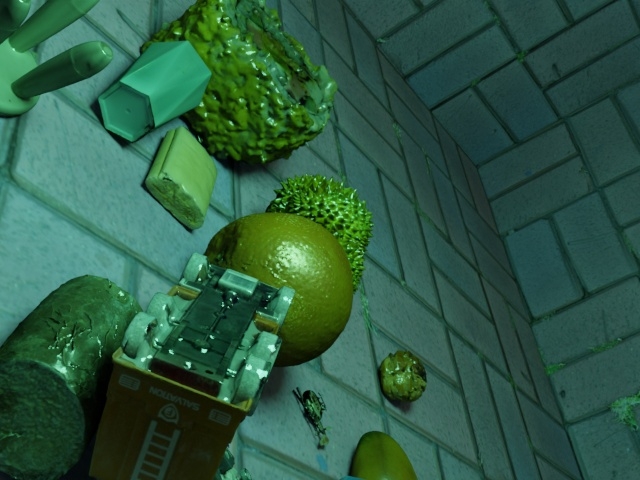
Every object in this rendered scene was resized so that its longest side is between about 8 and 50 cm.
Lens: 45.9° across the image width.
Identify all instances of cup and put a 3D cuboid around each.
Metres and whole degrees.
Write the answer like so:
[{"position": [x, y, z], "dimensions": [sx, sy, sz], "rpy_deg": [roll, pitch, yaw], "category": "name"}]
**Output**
[{"position": [-0.309, -0.269, 1.398], "dimensions": [0.148, 0.134, 0.235], "rpy_deg": [50, 29, -17], "category": "cup"}]

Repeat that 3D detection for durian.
[{"position": [0.002, 0.000, 1.557], "dimensions": [0.225, 0.291, 0.291], "rpy_deg": [-11, 69, -28], "category": "durian"}]

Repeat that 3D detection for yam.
[{"position": [-0.304, 0.146, 0.909], "dimensions": [0.154, 0.154, 0.254], "rpy_deg": [53, 27, -19], "category": "yam"}]

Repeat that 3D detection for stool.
[{"position": [-0.432, -0.309, 1.094], "dimensions": [0.195, 0.199, 0.195], "rpy_deg": [31, 36, -52], "category": "stool"}]

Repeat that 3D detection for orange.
[{"position": [-0.075, 0.081, 1.298], "dimensions": [0.274, 0.274, 0.274], "rpy_deg": [45, 28, -32], "category": "orange"}]

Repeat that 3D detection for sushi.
[{"position": [-0.157, -0.360, 1.657], "dimensions": [0.396, 0.240, 0.351], "rpy_deg": [50, 26, -16], "category": "sushi"}]

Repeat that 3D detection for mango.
[{"position": [0.125, 0.466, 1.448], "dimensions": [0.151, 0.120, 0.221], "rpy_deg": [51, 18, -19], "category": "mango"}]

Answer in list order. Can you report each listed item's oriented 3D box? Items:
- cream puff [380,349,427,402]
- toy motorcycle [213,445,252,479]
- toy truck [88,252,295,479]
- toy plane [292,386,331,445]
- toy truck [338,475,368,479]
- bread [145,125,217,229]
[{"position": [0.201, 0.324, 1.792], "dimensions": [0.133, 0.104, 0.119], "rpy_deg": [51, 18, -24], "category": "cream puff"}, {"position": [-0.128, 0.382, 1.068], "dimensions": [0.221, 0.102, 0.150], "rpy_deg": [60, 2, -9], "category": "toy motorcycle"}, {"position": [-0.157, 0.170, 0.996], "dimensions": [0.173, 0.206, 0.387], "rpy_deg": [21, 15, 0], "category": "toy truck"}, {"position": [-0.010, 0.330, 1.438], "dimensions": [0.049, 0.031, 0.120], "rpy_deg": [-7, 68, -60], "category": "toy plane"}, {"position": [0.041, 0.540, 1.169], "dimensions": [0.175, 0.146, 0.367], "rpy_deg": [44, 25, -19], "category": "toy truck"}, {"position": [-0.252, -0.122, 1.418], "dimensions": [0.139, 0.060, 0.178], "rpy_deg": [47, 27, -30], "category": "bread"}]
